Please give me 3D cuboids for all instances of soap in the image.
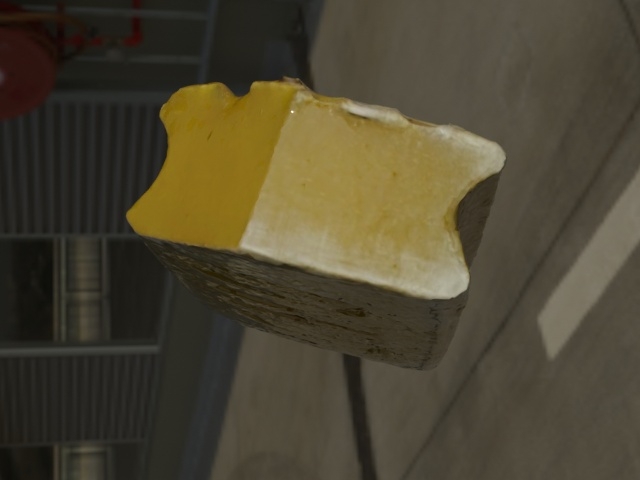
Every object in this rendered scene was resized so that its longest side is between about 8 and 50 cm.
[{"bbox_3d":[0.000,0.000,0.522,0.232,0.140,0.073,77,-153,-77],"label":"soap"}]
